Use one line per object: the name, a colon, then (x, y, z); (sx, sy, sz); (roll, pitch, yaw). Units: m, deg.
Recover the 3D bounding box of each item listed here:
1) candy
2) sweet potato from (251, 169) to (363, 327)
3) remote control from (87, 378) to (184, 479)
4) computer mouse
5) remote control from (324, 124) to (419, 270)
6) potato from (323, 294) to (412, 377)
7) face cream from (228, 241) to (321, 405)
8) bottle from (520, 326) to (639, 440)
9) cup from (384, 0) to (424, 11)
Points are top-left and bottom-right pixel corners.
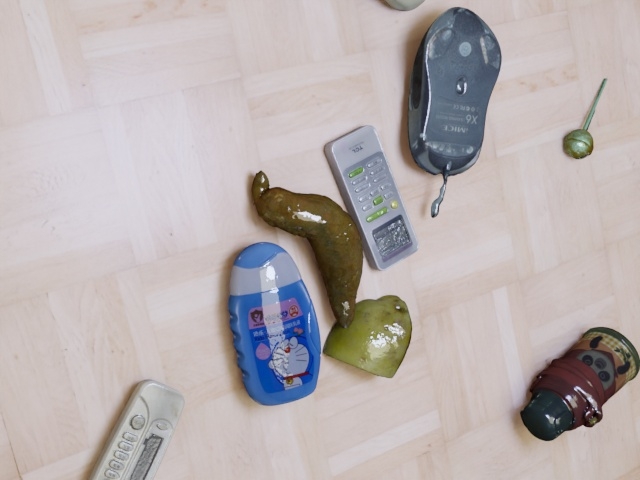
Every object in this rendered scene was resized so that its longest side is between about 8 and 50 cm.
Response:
candy: (0.553, -0.253, 1.905); (0.061, 0.061, 0.202); (39, 65, -26)
sweet potato: (0.001, -0.004, 1.562); (0.124, 0.098, 0.310); (-36, 113, -1)
remote control: (-0.291, 0.328, 1.432); (0.090, 0.049, 0.230); (31, 77, -28)
computer mouse: (0.223, -0.230, 1.687); (0.167, 0.090, 0.379); (7, 95, -25)
remote control: (0.093, -0.074, 1.646); (0.103, 0.034, 0.250); (-29, 107, -26)
potato: (0.090, 0.156, 1.629); (0.120, 0.081, 0.149); (21, 82, -32)
face cream: (-0.077, 0.131, 1.528); (0.149, 0.083, 0.263); (-15, 99, -25)
bottle: (0.511, 0.297, 1.839); (0.271, 0.156, 0.143); (-35, 116, -29)
cup: (0.115, -0.523, 1.591); (0.173, 0.255, 0.202); (30, 72, 15)
